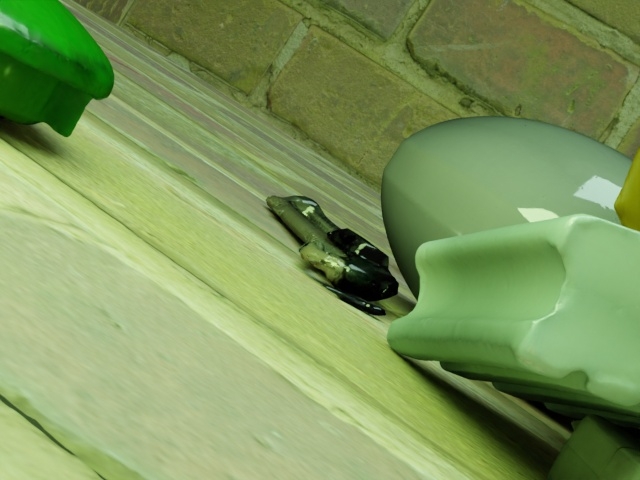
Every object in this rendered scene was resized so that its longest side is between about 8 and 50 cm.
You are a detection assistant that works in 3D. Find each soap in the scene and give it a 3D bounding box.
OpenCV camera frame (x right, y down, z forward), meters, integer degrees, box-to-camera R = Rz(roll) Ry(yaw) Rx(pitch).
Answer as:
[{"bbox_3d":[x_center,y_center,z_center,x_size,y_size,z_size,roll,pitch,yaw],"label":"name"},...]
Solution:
[{"bbox_3d":[0.155,0.055,0.785,0.159,0.088,0.265,21,-7,-10],"label":"soap"}]

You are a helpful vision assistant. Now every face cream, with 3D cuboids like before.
[{"bbox_3d":[0.224,0.031,1.121,0.312,0.219,0.357,28,7,-40],"label":"face cream"}]

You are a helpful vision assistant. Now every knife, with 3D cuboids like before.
[{"bbox_3d":[0.004,-0.005,1.150,0.089,0.043,0.365,32,4,-14],"label":"knife"}]

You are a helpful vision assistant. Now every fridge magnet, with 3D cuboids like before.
[{"bbox_3d":[-0.224,-0.140,0.802,0.208,0.088,0.208,31,4,-2],"label":"fridge magnet"}]

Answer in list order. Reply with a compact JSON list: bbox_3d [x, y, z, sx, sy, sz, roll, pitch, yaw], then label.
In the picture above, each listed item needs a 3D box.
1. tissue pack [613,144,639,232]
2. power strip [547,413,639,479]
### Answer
[{"bbox_3d":[0.362,0.024,0.754,0.293,0.228,0.382,96,-21,-54],"label":"tissue pack"},{"bbox_3d":[0.193,0.156,0.685,0.093,0.053,0.288,29,5,-13],"label":"power strip"}]
